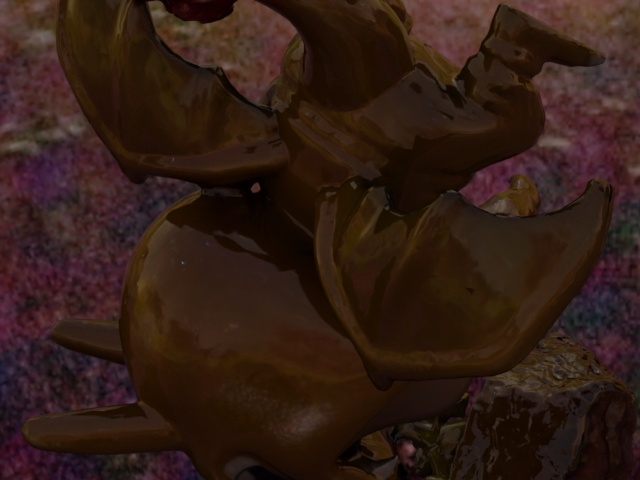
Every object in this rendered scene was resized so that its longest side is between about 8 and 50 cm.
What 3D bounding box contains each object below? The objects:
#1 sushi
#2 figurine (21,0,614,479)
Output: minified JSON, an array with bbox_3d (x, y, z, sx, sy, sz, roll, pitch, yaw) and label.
[{"bbox_3d":[0.162,0.207,0.926,0.179,0.167,0.296,9,77,44],"label":"sushi"},{"bbox_3d":[-0.023,-0.021,0.734,0.401,0.387,0.268,33,22,16],"label":"figurine"}]
